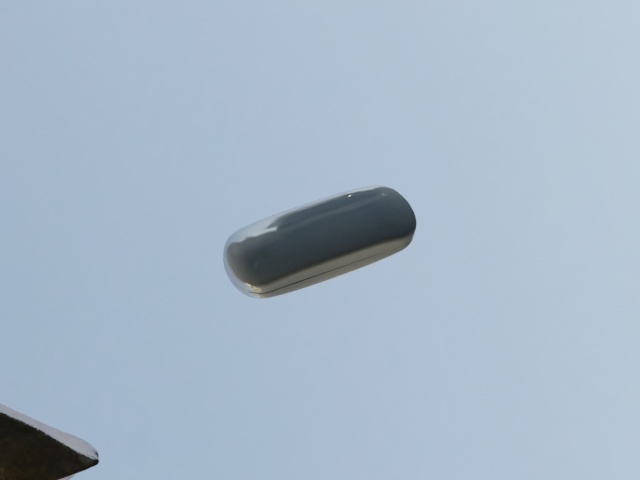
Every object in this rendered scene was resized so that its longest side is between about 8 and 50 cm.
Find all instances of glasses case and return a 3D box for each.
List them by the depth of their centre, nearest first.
[{"bbox_3d":[0.000,0.000,1.596,0.178,0.067,0.045,-19,-34,-17],"label":"glasses case"}]

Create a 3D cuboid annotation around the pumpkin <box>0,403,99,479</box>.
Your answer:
[{"bbox_3d":[-0.291,0.159,1.282,0.095,0.258,0.290,12,-55,-40],"label":"pumpkin"}]
